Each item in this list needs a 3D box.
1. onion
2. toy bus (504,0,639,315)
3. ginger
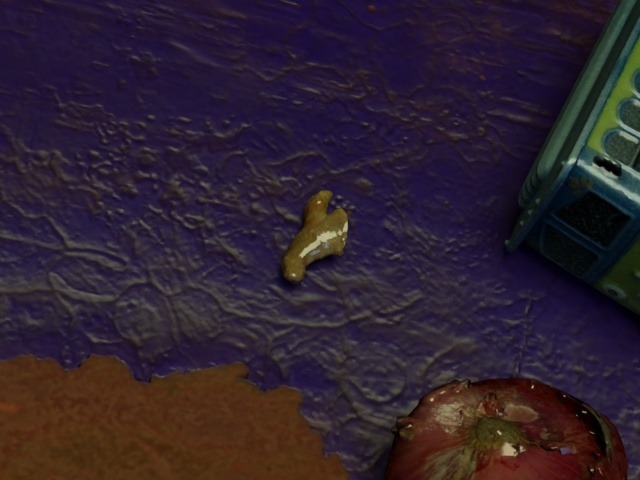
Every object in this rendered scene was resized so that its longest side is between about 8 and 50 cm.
[{"bbox_3d":[0.140,0.190,1.037,0.184,0.147,0.184,-10,25,5],"label":"onion"},{"bbox_3d":[0.309,-0.093,1.212,0.190,0.152,0.312,30,59,2],"label":"toy bus"},{"bbox_3d":[0.001,0.000,1.159,0.048,0.030,0.097,7,54,22],"label":"ginger"}]
